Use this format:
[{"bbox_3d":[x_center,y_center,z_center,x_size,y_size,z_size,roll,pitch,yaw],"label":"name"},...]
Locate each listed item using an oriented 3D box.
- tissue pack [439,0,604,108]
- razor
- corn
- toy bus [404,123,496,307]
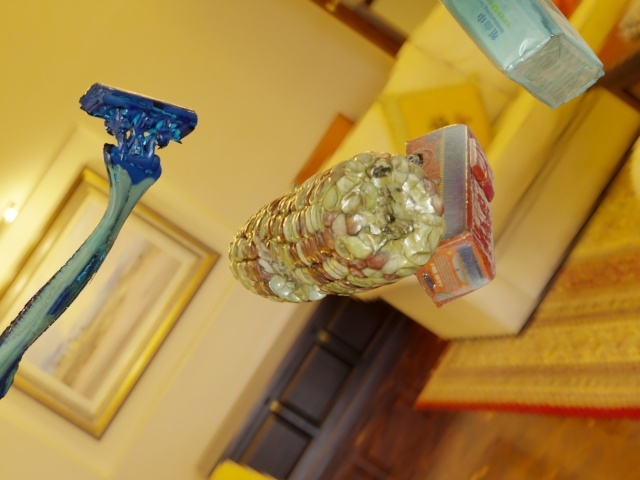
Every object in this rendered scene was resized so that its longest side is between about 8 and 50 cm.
[{"bbox_3d":[0.186,-0.273,1.464,0.089,0.263,0.177,-42,-25,15],"label":"tissue pack"},{"bbox_3d":[-0.202,0.031,1.003,0.324,0.093,0.056,-55,48,20],"label":"razor"},{"bbox_3d":[0.000,0.000,1.014,0.098,0.098,0.290,-59,14,-21],"label":"corn"},{"bbox_3d":[0.105,-0.026,1.106,0.077,0.065,0.192,-22,30,19],"label":"toy bus"}]
